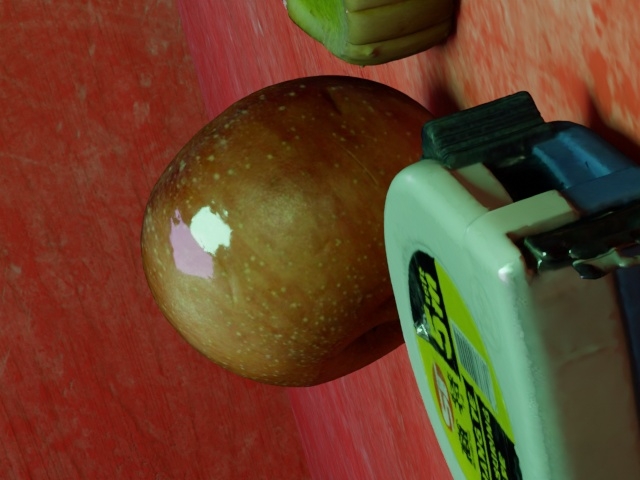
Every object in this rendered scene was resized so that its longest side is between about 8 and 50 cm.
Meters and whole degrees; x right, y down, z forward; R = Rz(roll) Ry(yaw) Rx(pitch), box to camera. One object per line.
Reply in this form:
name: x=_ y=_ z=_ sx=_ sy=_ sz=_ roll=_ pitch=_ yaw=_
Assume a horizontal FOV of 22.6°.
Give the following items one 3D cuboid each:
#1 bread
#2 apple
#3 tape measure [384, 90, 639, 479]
bread: x=0.007 y=-0.205 z=0.904 sx=0.236 sy=0.070 sz=0.236 roll=161 pitch=90 yaw=-82
apple: x=0.000 y=0.000 z=0.949 sx=0.162 sy=0.201 sz=0.201 roll=51 pitch=166 yaw=17
tape measure: x=0.117 y=0.114 z=0.709 sx=0.215 sy=0.098 sz=0.351 roll=-126 pitch=23 yaw=-63
